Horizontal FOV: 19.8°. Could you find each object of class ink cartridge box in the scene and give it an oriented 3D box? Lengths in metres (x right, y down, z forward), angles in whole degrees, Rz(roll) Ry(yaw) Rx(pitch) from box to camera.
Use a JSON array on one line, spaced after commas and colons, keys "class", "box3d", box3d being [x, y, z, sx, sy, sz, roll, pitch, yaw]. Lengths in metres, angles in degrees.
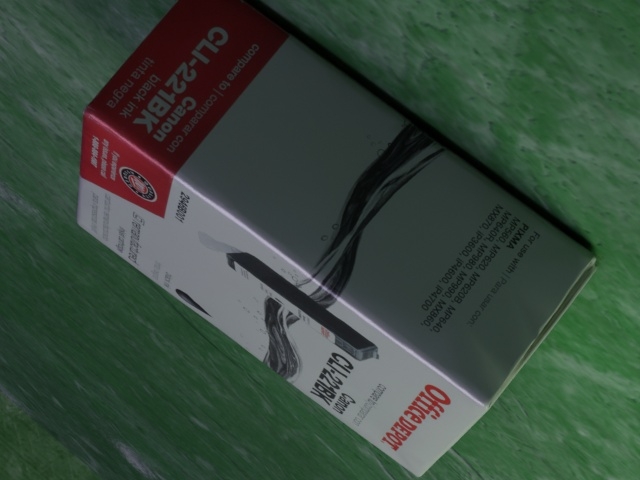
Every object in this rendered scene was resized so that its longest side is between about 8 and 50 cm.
[{"class": "ink cartridge box", "box3d": [0.000, 0.000, 1.063, 0.273, 0.114, 0.197, 36, 160, 4]}]
